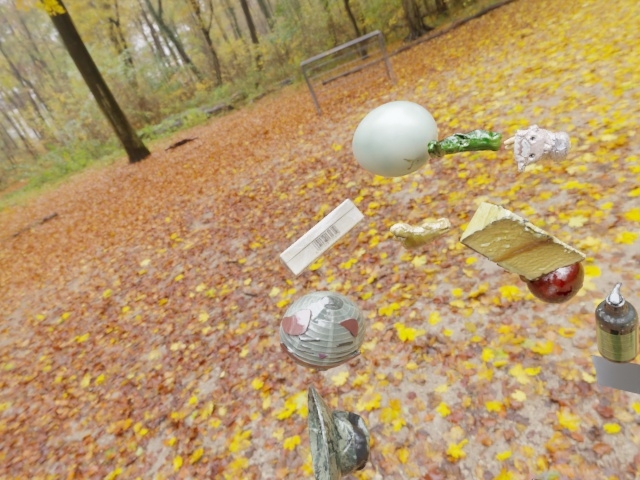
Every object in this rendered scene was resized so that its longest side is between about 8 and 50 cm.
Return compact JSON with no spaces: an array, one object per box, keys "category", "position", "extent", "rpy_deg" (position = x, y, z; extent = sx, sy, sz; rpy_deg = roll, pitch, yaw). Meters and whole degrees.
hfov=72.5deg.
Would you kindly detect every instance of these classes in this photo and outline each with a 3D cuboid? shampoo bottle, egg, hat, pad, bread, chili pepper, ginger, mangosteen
[{"category":"shampoo bottle","position":[0.818,0.231,1.207],"extent":[0.101,0.284,0.101],"rpy_deg":[-20,40,17]},{"category":"egg","position":[0.179,-0.250,1.103],"extent":[0.183,0.183,0.264],"rpy_deg":[-34,15,-24]},{"category":"hat","position":[0.048,0.475,1.027],"extent":[0.128,0.265,0.265],"rpy_deg":[-3,21,-9]},{"category":"pad","position":[1.065,0.464,1.460],"extent":[0.265,0.009,0.159],"rpy_deg":[8,28,20]},{"category":"bread","position":[0.501,0.000,1.099],"extent":[0.178,0.266,0.141],"rpy_deg":[-50,18,41]},{"category":"chili pepper","position":[0.296,-0.204,0.926],"extent":[0.182,0.050,0.073],"rpy_deg":[-13,23,-16]},{"category":"ginger","position":[0.351,-0.014,1.527],"extent":[0.206,0.115,0.081],"rpy_deg":[-5,12,14]},{"category":"mangosteen","position":[0.856,0.122,1.661],"extent":[0.258,0.215,0.215],"rpy_deg":[25,40,12]}]

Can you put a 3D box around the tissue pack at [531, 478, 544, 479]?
[{"category":"tissue pack","position":[0.849,0.899,1.346],"extent":[0.370,0.198,0.210],"rpy_deg":[15,-6,-6]}]

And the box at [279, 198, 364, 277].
[{"category":"box","position":[0.000,0.000,1.001],"extent":[0.201,0.058,0.141],"rpy_deg":[-41,-3,-8]}]

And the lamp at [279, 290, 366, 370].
[{"category":"lamp","position":[0.006,0.253,1.255],"extent":[0.265,0.233,0.233],"rpy_deg":[0,18,-16]}]

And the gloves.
[{"category":"gloves","position":[0.551,-0.239,1.103],"extent":[0.144,0.110,0.094],"rpy_deg":[-15,4,9]}]
